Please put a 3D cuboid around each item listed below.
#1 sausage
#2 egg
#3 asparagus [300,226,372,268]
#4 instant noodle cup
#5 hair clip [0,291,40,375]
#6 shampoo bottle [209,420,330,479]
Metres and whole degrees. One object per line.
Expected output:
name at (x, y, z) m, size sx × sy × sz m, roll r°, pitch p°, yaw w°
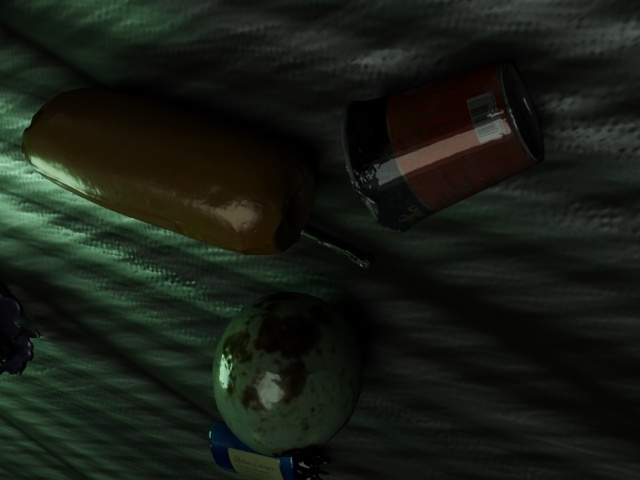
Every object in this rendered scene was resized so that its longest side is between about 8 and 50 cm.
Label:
sausage at (-0.180, -0.086, 0.730) m, size 0.354 × 0.134 × 0.116 m, roll 19°, pitch 153°, yaw 17°
egg at (-0.039, 0.159, 0.790) m, size 0.169 × 0.169 × 0.231 m, roll 27°, pitch 138°, yaw 13°
asparagus at (0.000, 0.000, 0.758) m, size 0.127 × 0.018 × 0.015 m, roll 23°, pitch 165°, yaw 16°
instant noodle cup at (0.105, -0.083, 0.576) m, size 0.136 × 0.127 × 0.127 m, roll -19°, pitch 110°, yaw 30°
hair clip at (-0.532, 0.140, 1.107) m, size 0.052 × 0.124 × 0.195 m, roll 13°, pitch 143°, yaw 53°
shampoo bottle at (-0.072, 0.310, 0.993) m, size 0.183 × 0.050 × 0.087 m, roll 2°, pitch 119°, yaw 30°
